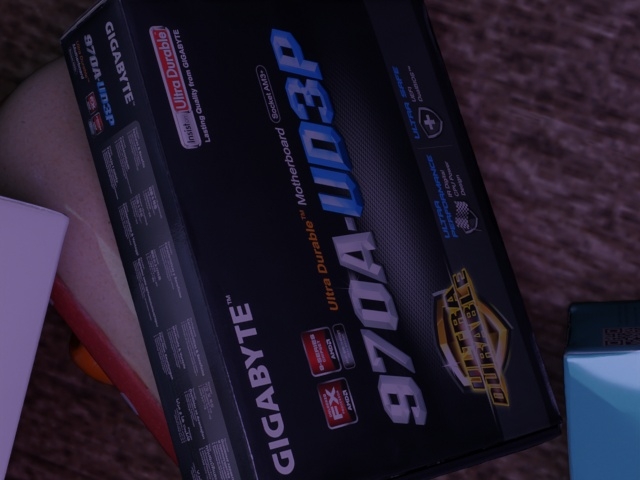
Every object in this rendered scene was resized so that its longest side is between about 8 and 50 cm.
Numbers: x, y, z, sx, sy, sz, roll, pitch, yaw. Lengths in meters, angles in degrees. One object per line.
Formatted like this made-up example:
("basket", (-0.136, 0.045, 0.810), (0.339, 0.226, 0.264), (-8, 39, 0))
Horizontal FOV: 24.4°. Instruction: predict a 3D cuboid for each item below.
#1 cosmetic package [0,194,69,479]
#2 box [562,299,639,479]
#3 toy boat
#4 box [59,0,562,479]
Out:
("cosmetic package", (-0.249, 0.151, 0.646), (0.097, 0.284, 0.377), (16, 86, -32))
("box", (0.151, 0.156, 0.690), (0.060, 0.100, 0.244), (-3, 100, 12))
("toy boat", (-0.077, 0.022, 0.712), (0.231, 0.151, 0.151), (52, 135, -1))
("box", (0.000, 0.000, 0.633), (0.051, 0.175, 0.220), (-27, 76, 47))
